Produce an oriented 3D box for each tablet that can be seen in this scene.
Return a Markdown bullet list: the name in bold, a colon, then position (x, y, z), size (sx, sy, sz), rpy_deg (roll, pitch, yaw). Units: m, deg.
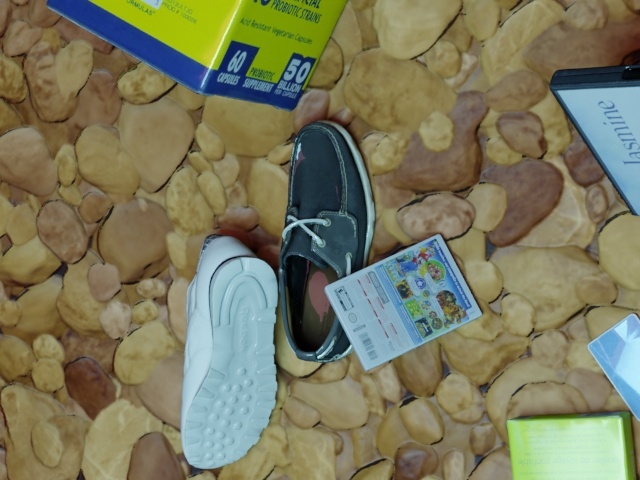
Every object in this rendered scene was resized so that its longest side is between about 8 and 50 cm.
- **tablet**: position (0.281, 0.113, 1.313), size (0.054, 0.006, 0.083), rpy_deg (-39, 74, 20)

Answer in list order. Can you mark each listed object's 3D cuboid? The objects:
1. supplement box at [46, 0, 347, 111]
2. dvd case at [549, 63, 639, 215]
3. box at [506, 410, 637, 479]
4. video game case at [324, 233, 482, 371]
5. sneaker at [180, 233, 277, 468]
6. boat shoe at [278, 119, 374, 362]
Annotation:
- **supplement box**: position (-0.063, -0.324, 1.366), size (0.195, 0.194, 0.356), rpy_deg (31, 103, 22)
- **dvd case**: position (0.327, -0.078, 1.174), size (0.253, 0.180, 0.022), rpy_deg (2, 56, 42)
- **box**: position (0.229, 0.244, 1.317), size (0.109, 0.042, 0.178), rpy_deg (-6, 88, 25)
- **video game case**: position (0.076, 0.057, 1.369), size (0.122, 0.011, 0.087), rpy_deg (-25, 78, -11)
- **sneaker**: position (-0.097, 0.111, 1.453), size (0.095, 0.090, 0.235), rpy_deg (37, 120, 55)
- **boat shoe**: position (0.000, 0.000, 1.404), size (0.084, 0.079, 0.233), rpy_deg (0, 89, 26)
